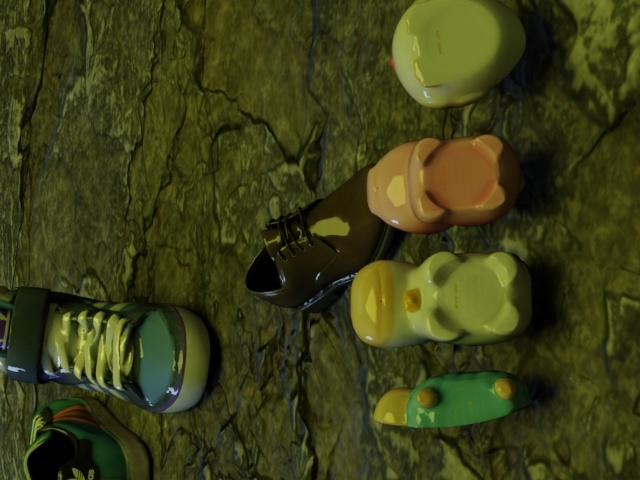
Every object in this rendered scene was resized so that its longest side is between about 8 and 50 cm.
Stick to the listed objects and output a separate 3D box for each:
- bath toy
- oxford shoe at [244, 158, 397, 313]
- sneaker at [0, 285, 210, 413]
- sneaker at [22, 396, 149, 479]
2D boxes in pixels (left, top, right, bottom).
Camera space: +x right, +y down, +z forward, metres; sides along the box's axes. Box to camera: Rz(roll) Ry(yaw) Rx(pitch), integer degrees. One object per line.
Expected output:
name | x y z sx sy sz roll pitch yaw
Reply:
bath toy | 0.101 -0.025 1.209 0.129 0.152 0.348 23 -112 -77
oxford shoe | 0.000 0.000 1.396 0.227 0.096 0.082 -49 44 43
sneaker | -0.292 0.124 1.732 0.323 0.236 0.130 10 94 60
sneaker | -0.325 0.259 1.882 0.302 0.121 0.108 11 95 60
